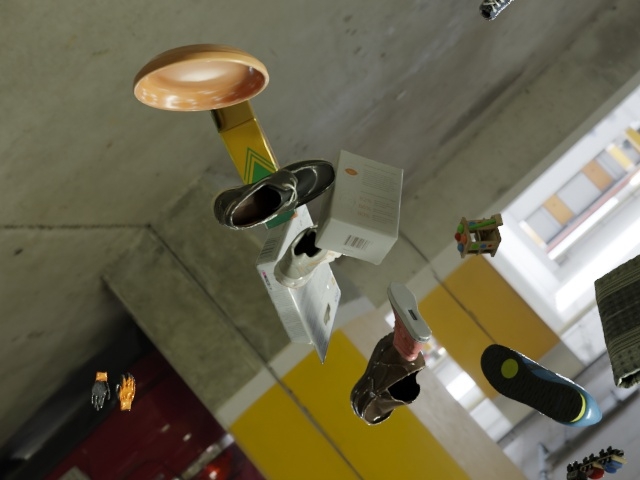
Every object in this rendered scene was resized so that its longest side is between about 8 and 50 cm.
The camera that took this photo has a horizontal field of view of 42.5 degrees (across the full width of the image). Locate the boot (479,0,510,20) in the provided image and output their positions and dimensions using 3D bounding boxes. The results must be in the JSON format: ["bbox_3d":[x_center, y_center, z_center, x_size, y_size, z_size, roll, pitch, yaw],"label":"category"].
[{"bbox_3d":[0.406,-0.551,1.854,0.086,0.069,0.190,-51,174,5],"label":"boot"}]

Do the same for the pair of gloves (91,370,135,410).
[{"bbox_3d":[-0.400,0.291,1.588,0.083,0.074,0.010,8,176,-26],"label":"pair of gloves"}]

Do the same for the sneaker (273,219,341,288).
[{"bbox_3d":[0.000,0.000,1.896,0.262,0.099,0.121,-48,168,-41],"label":"sneaker"}]

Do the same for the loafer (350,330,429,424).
[{"bbox_3d":[0.171,0.370,2.053,0.133,0.130,0.366,-22,147,-25],"label":"loafer"}]

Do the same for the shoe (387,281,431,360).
[{"bbox_3d":[0.179,0.175,1.794,0.063,0.178,0.081,5,129,-28],"label":"shoe"}]

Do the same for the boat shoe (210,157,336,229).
[{"bbox_3d":[-0.069,-0.077,1.411,0.233,0.084,0.079,-22,-159,-21],"label":"boat shoe"}]

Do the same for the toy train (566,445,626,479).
[{"bbox_3d":[0.421,0.349,1.266,0.158,0.027,0.036,115,-6,-61],"label":"toy train"}]

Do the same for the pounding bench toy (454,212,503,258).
[{"bbox_3d":[0.263,-0.015,1.373,0.065,0.052,0.083,-2,144,-9],"label":"pounding bench toy"}]

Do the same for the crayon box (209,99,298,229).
[{"bbox_3d":[-0.152,-0.203,1.712,0.081,0.202,0.319,-23,131,1],"label":"crayon box"}]

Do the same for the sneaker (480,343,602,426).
[{"bbox_3d":[0.339,0.228,1.275,0.082,0.209,0.069,23,94,-42],"label":"sneaker"}]

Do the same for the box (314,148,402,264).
[{"bbox_3d":[0.072,-0.062,1.510,0.091,0.130,0.170,119,-16,-51],"label":"box"}]

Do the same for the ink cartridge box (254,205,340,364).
[{"bbox_3d":[-0.050,0.102,2.139,0.071,0.330,0.324,-12,-152,17],"label":"ink cartridge box"}]

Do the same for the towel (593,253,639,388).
[{"bbox_3d":[0.620,0.086,1.365,0.324,0.056,0.312,-33,-162,25],"label":"towel"}]

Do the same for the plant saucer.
[{"bbox_3d":[-0.177,-0.242,1.216,0.199,0.037,0.200,-8,170,-2],"label":"plant saucer"}]
